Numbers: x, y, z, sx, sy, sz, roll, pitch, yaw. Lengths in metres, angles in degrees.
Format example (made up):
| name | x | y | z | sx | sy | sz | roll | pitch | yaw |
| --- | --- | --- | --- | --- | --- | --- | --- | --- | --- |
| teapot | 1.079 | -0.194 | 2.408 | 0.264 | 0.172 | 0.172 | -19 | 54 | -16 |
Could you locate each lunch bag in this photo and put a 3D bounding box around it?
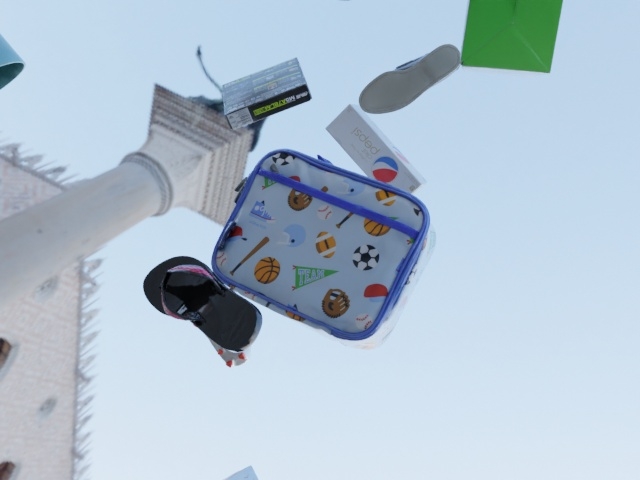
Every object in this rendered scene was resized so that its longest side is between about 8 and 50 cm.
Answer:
| name | x | y | z | sx | sy | sz | roll | pitch | yaw |
| --- | --- | --- | --- | --- | --- | --- | --- | --- | --- |
| lunch bag | 0.000 | 0.000 | 0.960 | 0.303 | 0.115 | 0.243 | 24 | -98 | 23 |

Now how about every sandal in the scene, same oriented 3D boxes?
| name | x | y | z | sx | sy | sz | roll | pitch | yaw |
| --- | --- | --- | --- | --- | --- | --- | --- | --- | --- |
| sandal | -0.127 | 0.055 | 0.668 | 0.179 | 0.040 | 0.067 | 22 | -98 | 43 |

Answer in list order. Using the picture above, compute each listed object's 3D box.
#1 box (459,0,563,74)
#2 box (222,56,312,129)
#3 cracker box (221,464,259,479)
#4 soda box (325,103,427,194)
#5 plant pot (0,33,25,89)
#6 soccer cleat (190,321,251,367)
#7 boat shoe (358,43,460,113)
| name | x | y | z | sx | sy | sz | roll | pitch | yaw |
| --- | --- | --- | --- | --- | --- | --- | --- | --- | --- |
| box | 0.277 | -0.373 | 0.959 | 0.126 | 0.231 | 0.262 | 9 | -77 | 11 |
| box | -0.123 | -0.329 | 1.483 | 0.190 | 0.184 | 0.045 | -20 | -58 | 2 |
| cracker box | -0.105 | 0.439 | 0.881 | 0.067 | 0.155 | 0.232 | -36 | -104 | 29 |
| soda box | 0.112 | -0.169 | 1.330 | 0.074 | 0.069 | 0.216 | -43 | -95 | 20 |
| plant pot | -0.814 | -0.397 | 1.384 | 0.293 | 0.293 | 0.235 | -21 | -72 | 35 |
| soccer cleat | -0.180 | 0.126 | 1.121 | 0.068 | 0.076 | 0.196 | -26 | -73 | 11 |
| boat shoe | 0.169 | -0.298 | 1.252 | 0.206 | 0.065 | 0.075 | -27 | -84 | 18 |
